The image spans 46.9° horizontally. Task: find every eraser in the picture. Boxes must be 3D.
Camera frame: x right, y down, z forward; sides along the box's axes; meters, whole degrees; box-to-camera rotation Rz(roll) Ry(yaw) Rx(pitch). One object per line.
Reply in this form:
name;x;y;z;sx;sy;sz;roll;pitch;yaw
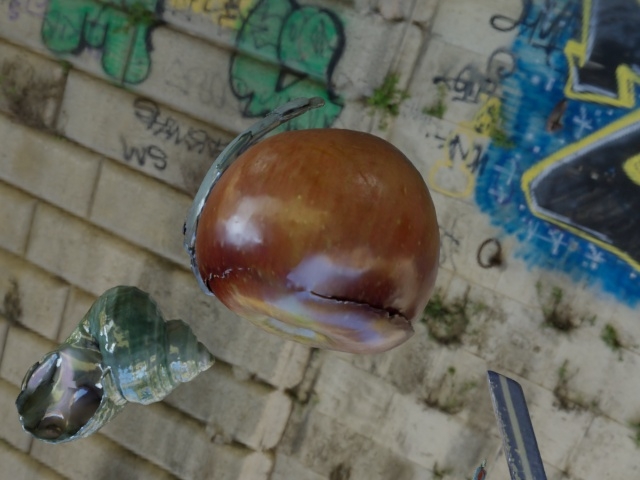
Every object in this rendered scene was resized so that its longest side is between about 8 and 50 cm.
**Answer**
eraser;0.228;0.254;0.813;0.036;0.225;0.082;-13;158;7

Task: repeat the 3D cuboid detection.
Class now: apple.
apple;0.000;0.000;0.762;0.251;0.207;0.272;12;165;15

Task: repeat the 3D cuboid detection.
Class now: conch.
conch;-0.289;0.171;1.054;0.277;0.196;0.220;-4;-133;-3

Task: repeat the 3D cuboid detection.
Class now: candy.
candy;0.276;0.418;1.286;0.020;0.030;0.083;19;-130;17

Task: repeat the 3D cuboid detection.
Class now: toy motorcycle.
toy motorcycle;-0.030;-0.038;0.983;0.182;0.319;0.241;53;176;37
